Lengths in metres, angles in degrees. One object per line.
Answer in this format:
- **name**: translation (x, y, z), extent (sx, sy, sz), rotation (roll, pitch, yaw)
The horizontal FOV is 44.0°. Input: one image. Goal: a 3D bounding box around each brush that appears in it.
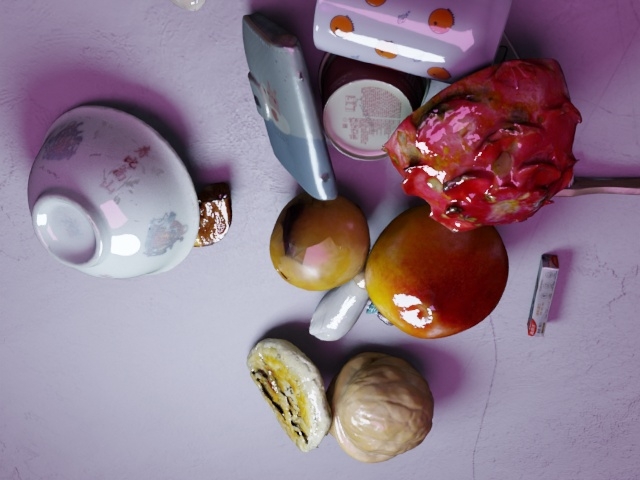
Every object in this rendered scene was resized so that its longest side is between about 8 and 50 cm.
- **brush**: translation (0.565, -0.131, 1.695), extent (0.328, 0.070, 0.065), rotation (1, 116, 6)

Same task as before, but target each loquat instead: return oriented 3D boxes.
- **loquat**: translation (0.000, 0.000, 1.766), extent (0.235, 0.235, 0.235), rotation (4, 126, 5)

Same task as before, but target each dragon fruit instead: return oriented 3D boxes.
- **dragon fruit**: translation (0.321, -0.151, 1.475), extent (0.371, 0.249, 0.386), rotation (-16, 160, -18)

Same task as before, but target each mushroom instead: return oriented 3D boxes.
- **mushroom**: translation (0.068, 0.136, 1.921), extent (0.103, 0.118, 0.270), rotation (34, 130, 2)

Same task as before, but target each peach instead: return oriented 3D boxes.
- **peach**: translation (0.251, 0.071, 1.727), extent (0.308, 0.332, 0.307), rotation (7, 120, 13)

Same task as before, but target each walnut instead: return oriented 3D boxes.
- **walnut**: translation (0.146, 0.429, 2.039), extent (0.285, 0.285, 0.296), rotation (39, 155, -19)

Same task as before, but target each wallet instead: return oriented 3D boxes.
- **wallet**: translation (-0.070, -0.270, 1.586), extent (0.083, 0.252, 0.360), rotation (-26, 128, -15)

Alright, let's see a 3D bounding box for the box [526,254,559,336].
- **box**: translation (0.531, 0.135, 1.896), extent (0.040, 0.055, 0.218), rotation (5, 126, 7)

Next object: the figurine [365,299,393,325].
- **figurine**: translation (0.153, 0.171, 1.987), extent (0.106, 0.047, 0.060), rotation (28, 89, -4)

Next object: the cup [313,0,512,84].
- **cup**: translation (0.170, -0.406, 1.419), extent (0.317, 0.212, 0.212), rotation (18, 127, 10)

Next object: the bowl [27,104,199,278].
- **bowl**: translation (-0.502, -0.061, 1.749), extent (0.435, 0.196, 0.434), rotation (12, 123, 19)

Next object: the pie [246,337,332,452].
- **pie**: translation (-0.083, 0.400, 2.058), extent (0.077, 0.339, 0.339), rotation (-23, 132, -28)

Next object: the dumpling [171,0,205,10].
- **dumpling**: translation (-0.272, -0.619, 1.409), extent (0.315, 0.233, 0.395), rotation (36, 145, 21)

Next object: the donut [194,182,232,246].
- **donut**: translation (-0.297, -0.063, 1.854), extent (0.217, 0.085, 0.141), rotation (-3, 125, 12)

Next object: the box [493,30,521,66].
- **box**: translation (0.348, -0.331, 1.596), extent (0.129, 0.033, 0.247), rotation (-26, 119, 26)

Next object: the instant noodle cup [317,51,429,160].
- **instant noodle cup**: translation (0.102, -0.279, 1.580), extent (0.235, 0.178, 0.234), rotation (3, 128, 4)
